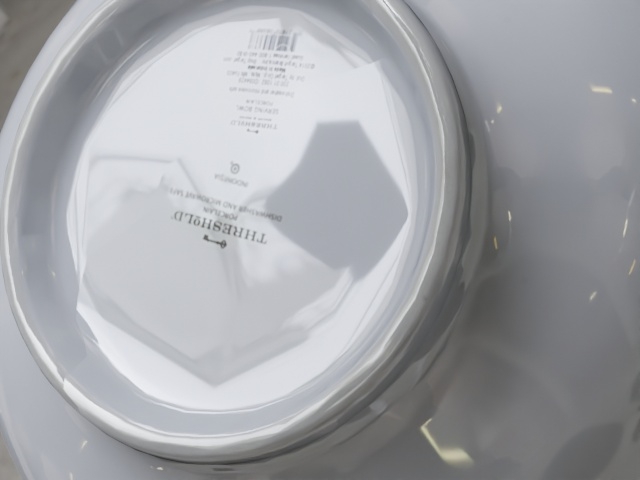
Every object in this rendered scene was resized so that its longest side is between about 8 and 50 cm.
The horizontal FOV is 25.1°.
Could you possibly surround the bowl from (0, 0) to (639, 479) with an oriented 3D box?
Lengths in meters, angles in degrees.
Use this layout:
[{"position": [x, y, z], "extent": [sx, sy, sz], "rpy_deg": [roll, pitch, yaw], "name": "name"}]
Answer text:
[{"position": [0.000, 0.000, 0.436], "extent": [0.297, 0.134, 0.298], "rpy_deg": [-5, 78, 25], "name": "bowl"}]
